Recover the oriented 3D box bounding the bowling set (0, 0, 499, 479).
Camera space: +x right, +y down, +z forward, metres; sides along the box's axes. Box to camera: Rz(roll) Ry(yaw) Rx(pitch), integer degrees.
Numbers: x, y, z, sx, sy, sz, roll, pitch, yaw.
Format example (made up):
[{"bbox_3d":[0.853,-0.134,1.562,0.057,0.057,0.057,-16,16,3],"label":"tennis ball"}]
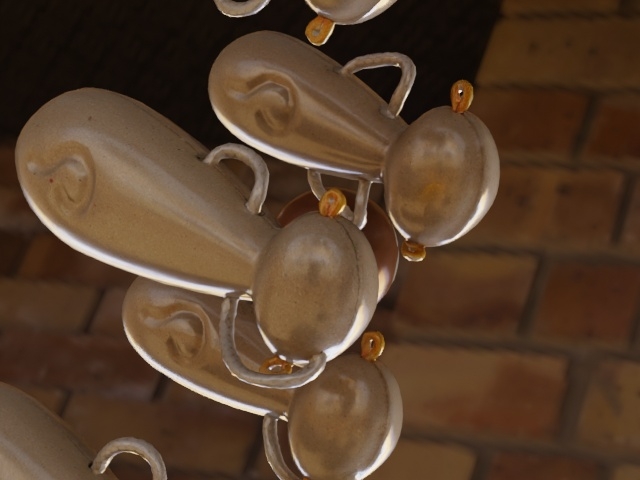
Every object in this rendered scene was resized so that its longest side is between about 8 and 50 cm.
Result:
[{"bbox_3d":[0.000,0.000,0.699,0.154,0.287,0.200,28,-164,37],"label":"bowling set"}]
